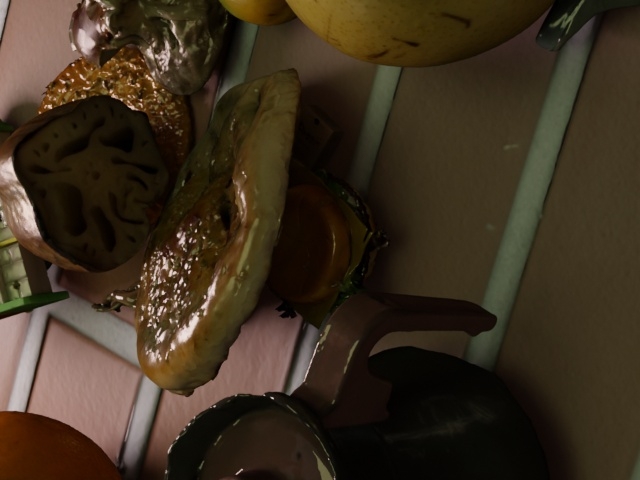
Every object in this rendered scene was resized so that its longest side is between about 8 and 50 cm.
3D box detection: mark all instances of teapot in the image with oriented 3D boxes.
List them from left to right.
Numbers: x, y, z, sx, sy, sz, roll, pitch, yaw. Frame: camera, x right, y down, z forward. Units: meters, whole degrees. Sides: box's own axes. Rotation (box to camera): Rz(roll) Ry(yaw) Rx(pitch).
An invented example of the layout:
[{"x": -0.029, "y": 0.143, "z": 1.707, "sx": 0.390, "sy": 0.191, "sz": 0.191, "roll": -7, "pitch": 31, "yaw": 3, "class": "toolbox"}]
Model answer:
[{"x": 0.046, "y": 0.228, "z": 1.575, "sx": 0.306, "sy": 0.362, "sz": 0.376, "roll": 31, "pitch": 108, "yaw": 35, "class": "teapot"}]

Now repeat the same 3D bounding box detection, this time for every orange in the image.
[{"x": -0.371, "y": 0.363, "z": 1.955, "sx": 0.312, "sy": 0.312, "sz": 0.312, "roll": 0, "pitch": 90, "yaw": 39, "class": "orange"}]

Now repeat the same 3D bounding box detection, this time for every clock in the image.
[{"x": -0.468, "y": -0.014, "z": 2.064, "sx": 0.220, "sy": 0.106, "sz": 0.255, "roll": -17, "pitch": 86, "yaw": 22, "class": "clock"}]

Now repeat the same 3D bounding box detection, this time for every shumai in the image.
[{"x": -0.207, "y": -0.277, "z": 1.908, "sx": 0.161, "sy": 0.153, "sz": 0.209, "roll": -22, "pitch": 72, "yaw": 56, "class": "shumai"}]

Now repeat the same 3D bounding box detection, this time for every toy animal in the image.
[{"x": -0.202, "y": 0.090, "z": 1.967, "sx": 0.220, "sy": 0.069, "sz": 0.086, "roll": 0, "pitch": 69, "yaw": 34, "class": "toy animal"}]

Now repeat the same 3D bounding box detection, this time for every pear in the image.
[{"x": 0.100, "y": -0.334, "z": 1.554, "sx": 0.348, "sy": 0.348, "sz": 0.348, "roll": 0, "pitch": 90, "yaw": 39, "class": "pear"}]

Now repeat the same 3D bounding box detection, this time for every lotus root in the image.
[{"x": -0.302, "y": -0.058, "z": 1.922, "sx": 0.180, "sy": 0.188, "sz": 0.199, "roll": -13, "pitch": 103, "yaw": 54, "class": "lotus root"}]

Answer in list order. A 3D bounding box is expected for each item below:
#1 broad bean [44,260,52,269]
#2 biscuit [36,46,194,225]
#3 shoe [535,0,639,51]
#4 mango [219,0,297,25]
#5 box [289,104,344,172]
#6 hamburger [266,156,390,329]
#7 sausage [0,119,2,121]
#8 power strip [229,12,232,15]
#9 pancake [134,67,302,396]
[{"x": -0.360, "y": -0.023, "z": 2.101, "sx": 0.061, "sy": 0.046, "sz": 0.195, "roll": 11, "pitch": 93, "yaw": 44, "class": "broad bean"}, {"x": -0.267, "y": -0.122, "z": 2.011, "sx": 0.254, "sy": 0.035, "sz": 0.253, "roll": -2, "pitch": 86, "yaw": 29, "class": "biscuit"}, {"x": 0.291, "y": -0.259, "z": 1.576, "sx": 0.078, "sy": 0.079, "sz": 0.195, "roll": 35, "pitch": 107, "yaw": -5, "class": "shoe"}, {"x": -0.059, "y": -0.368, "z": 1.824, "sx": 0.156, "sy": 0.114, "sz": 0.251, "roll": -9, "pitch": 72, "yaw": 48, "class": "mango"}, {"x": -0.014, "y": -0.108, "z": 1.838, "sx": 0.053, "sy": 0.024, "sz": 0.083, "roll": 47, "pitch": 116, "yaw": 28, "class": "box"}, {"x": 0.001, "y": 0.004, "z": 1.783, "sx": 0.164, "sy": 0.093, "sz": 0.189, "roll": -49, "pitch": 60, "yaw": 31, "class": "hamburger"}, {"x": -0.488, "y": -0.047, "z": 2.171, "sx": 0.105, "sy": 0.105, "sz": 0.274, "roll": 23, "pitch": 104, "yaw": 36, "class": "sausage"}, {"x": -0.099, "y": -0.335, "z": 1.908, "sx": 0.051, "sy": 0.019, "sz": 0.136, "roll": -9, "pitch": 85, "yaw": 41, "class": "power strip"}, {"x": -0.118, "y": -0.019, "z": 1.779, "sx": 0.387, "sy": 0.082, "sz": 0.387, "roll": -50, "pitch": 27, "yaw": 38, "class": "pancake"}]
